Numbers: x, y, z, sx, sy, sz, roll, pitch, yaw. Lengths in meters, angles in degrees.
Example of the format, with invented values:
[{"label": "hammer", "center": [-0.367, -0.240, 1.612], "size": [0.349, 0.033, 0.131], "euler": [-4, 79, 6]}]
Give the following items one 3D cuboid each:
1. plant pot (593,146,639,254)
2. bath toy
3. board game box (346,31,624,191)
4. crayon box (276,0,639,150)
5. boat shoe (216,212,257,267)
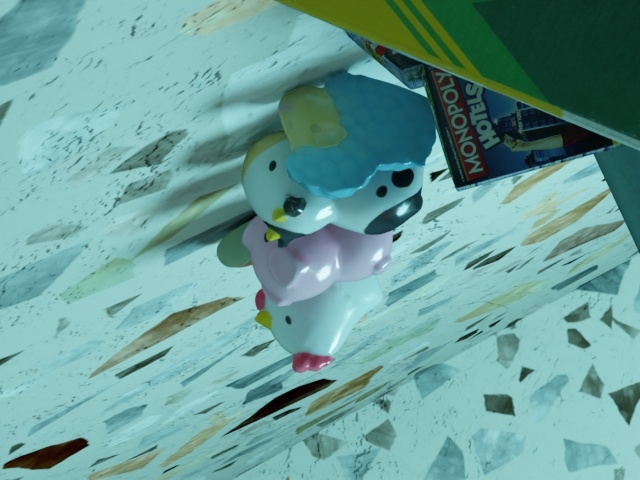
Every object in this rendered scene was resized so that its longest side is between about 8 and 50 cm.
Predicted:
[{"label": "plant pot", "center": [0.359, -0.114, 1.449], "size": [0.341, 0.334, 0.341], "euler": [-26, 167, -6]}, {"label": "bath toy", "center": [0.000, 0.000, 1.513], "size": [0.151, 0.129, 0.348], "euler": [14, 149, 1]}, {"label": "board game box", "center": [0.121, -0.136, 1.280], "size": [0.194, 0.194, 0.060], "euler": [-15, 168, 7]}, {"label": "crayon box", "center": [0.098, -0.135, 1.053], "size": [0.203, 0.323, 0.083], "euler": [4, 109, -68]}, {"label": "boat shoe", "center": [-0.035, -0.014, 1.671], "size": [0.137, 0.049, 0.043], "euler": [-29, 171, 17]}]
